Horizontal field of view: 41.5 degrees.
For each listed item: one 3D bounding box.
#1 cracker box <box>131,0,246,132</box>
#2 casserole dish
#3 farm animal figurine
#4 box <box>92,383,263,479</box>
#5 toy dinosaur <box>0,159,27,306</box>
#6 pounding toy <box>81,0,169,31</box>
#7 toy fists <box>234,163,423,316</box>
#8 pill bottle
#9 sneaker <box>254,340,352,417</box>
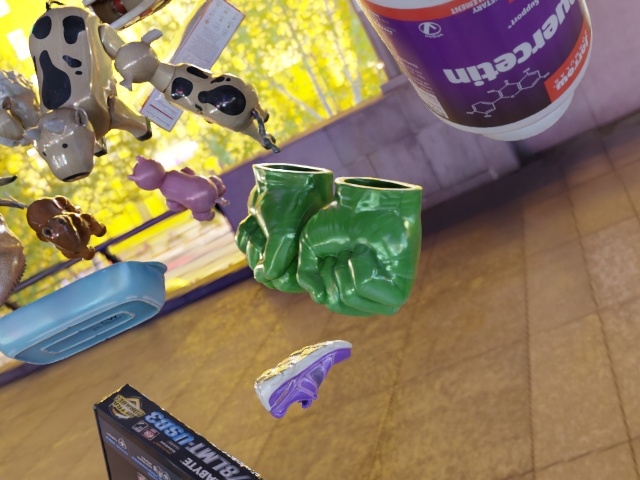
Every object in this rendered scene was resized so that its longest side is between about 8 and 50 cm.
[{"bbox_3d":[-0.227,-0.302,1.429,0.232,0.067,0.156,-56,21,3],"label":"cracker box"},{"bbox_3d":[-0.233,0.076,0.829,0.188,0.037,0.114,-26,-17,4],"label":"casserole dish"},{"bbox_3d":[-0.249,-0.148,0.963,0.330,0.326,0.172,-34,-22,10],"label":"farm animal figurine"},{"bbox_3d":[-0.201,0.397,1.251,0.295,0.293,0.073,25,40,33],"label":"box"},{"bbox_3d":[-0.445,-0.008,1.078,0.127,0.295,0.200,-49,-18,26],"label":"toy dinosaur"},{"bbox_3d":[-0.366,-0.479,1.555,0.154,0.155,0.269,-37,14,-30],"label":"pounding toy"},{"bbox_3d":[0.000,0.000,0.906,0.096,0.142,0.279,-5,13,-37],"label":"toy fists"},{"bbox_3d":[0.145,-0.217,0.776,0.181,0.181,0.323,-24,-29,17],"label":"pill bottle"},{"bbox_3d":[-0.019,0.190,1.167,0.170,0.071,0.068,-27,6,-39],"label":"sneaker"}]
